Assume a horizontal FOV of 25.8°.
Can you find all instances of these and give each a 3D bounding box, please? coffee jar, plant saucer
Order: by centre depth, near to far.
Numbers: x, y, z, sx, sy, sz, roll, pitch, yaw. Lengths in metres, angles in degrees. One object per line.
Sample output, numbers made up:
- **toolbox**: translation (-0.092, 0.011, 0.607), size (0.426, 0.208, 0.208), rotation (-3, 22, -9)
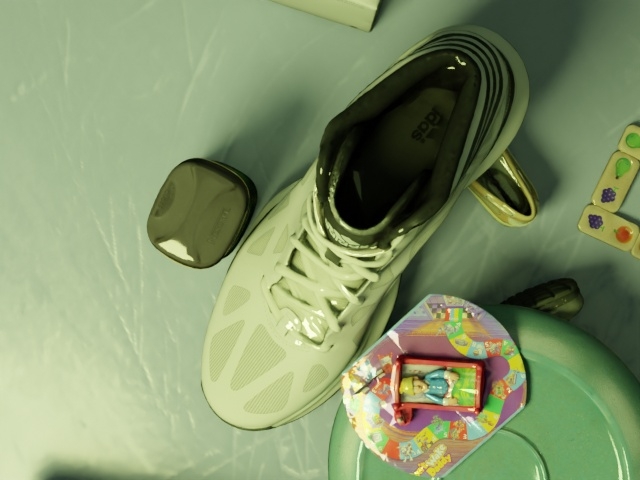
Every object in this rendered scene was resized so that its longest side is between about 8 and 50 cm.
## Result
- **coffee jar**: translation (-0.107, -0.026, 1.282), size (0.079, 0.184, 0.096), rotation (26, 92, -1)
- **plant saucer**: translation (0.159, 0.218, 1.285), size (0.318, 0.044, 0.317), rotation (1, 94, 11)

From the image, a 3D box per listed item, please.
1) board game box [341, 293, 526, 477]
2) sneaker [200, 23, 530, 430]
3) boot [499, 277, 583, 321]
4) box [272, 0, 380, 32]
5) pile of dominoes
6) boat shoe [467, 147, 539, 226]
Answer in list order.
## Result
- **board game box**: translation (0.100, 0.135, 1.251), size (0.169, 0.033, 0.133), rotation (-43, 85, 12)
- **sneaker**: translation (-0.001, -0.001, 1.216), size (0.169, 0.257, 0.447), rotation (37, 106, 10)
- **boot**: translation (0.181, 0.159, 1.349), size (0.246, 0.083, 0.161), rotation (-37, 94, 10)
- **box**: translation (-0.017, -0.280, 1.273), size (0.181, 0.182, 0.119), rotation (18, 92, -1)
- **pile of dominoes**: translation (0.404, -0.046, 1.354), size (0.251, 0.040, 0.196), rotation (25, 92, -1)
- **boat shoe**: translation (0.143, -0.092, 1.335), size (0.190, 0.072, 0.068), rotation (44, 91, -2)
